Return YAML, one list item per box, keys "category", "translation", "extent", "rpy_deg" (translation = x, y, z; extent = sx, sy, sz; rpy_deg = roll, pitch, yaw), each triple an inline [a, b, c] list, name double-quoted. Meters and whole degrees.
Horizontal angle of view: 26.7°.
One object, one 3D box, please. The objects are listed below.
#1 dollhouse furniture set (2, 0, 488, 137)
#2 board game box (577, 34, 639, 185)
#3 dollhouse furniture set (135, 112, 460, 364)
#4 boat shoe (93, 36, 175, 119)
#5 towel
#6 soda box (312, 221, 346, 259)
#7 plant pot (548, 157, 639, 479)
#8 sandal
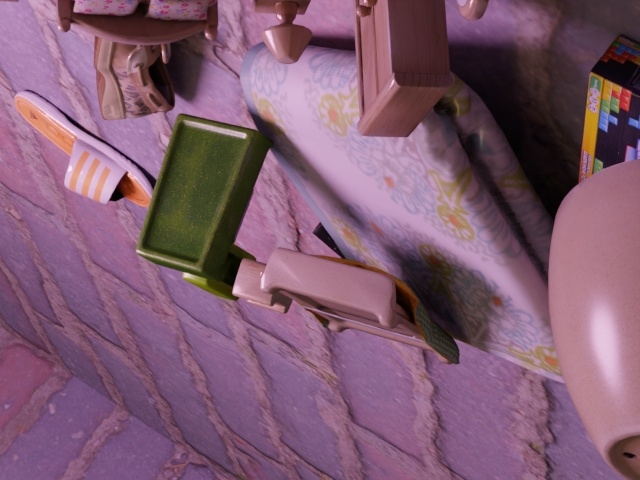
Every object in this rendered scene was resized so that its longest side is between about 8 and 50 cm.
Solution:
- category: "dollhouse furniture set"
  translation: [-0.087, -0.184, 0.996]
  extent: [0.356, 0.173, 0.303]
  rpy_deg: [0, 165, -13]
- category: "board game box"
  translation: [0.279, -0.067, 1.070]
  extent: [0.141, 0.048, 0.170]
  rpy_deg: [31, 157, 24]
- category: "dollhouse furniture set"
  translation: [0.000, 0.000, 1.359]
  extent: [0.301, 0.151, 0.197]
  rpy_deg: [15, 170, 27]
- category: "boat shoe"
  translation: [-0.205, -0.220, 1.499]
  extent: [0.089, 0.104, 0.285]
  rpy_deg: [1, 163, -6]
- category: "towel"
  translation: [0.102, -0.033, 1.308]
  extent: [0.320, 0.090, 0.374]
  rpy_deg: [16, 146, 56]
- category: "soda box"
  translation: [0.075, 0.020, 1.547]
  extent: [0.169, 0.053, 0.060]
  rpy_deg: [40, 157, -3]
- category: "plant pot"
  translation: [0.301, 0.093, 1.044]
  extent: [0.284, 0.191, 0.284]
  rpy_deg: [15, 152, 8]
- category: "sandal"
  translation: [-0.353, -0.111, 1.943]
  extent: [0.265, 0.076, 0.102]
  rpy_deg: [35, 158, 10]
